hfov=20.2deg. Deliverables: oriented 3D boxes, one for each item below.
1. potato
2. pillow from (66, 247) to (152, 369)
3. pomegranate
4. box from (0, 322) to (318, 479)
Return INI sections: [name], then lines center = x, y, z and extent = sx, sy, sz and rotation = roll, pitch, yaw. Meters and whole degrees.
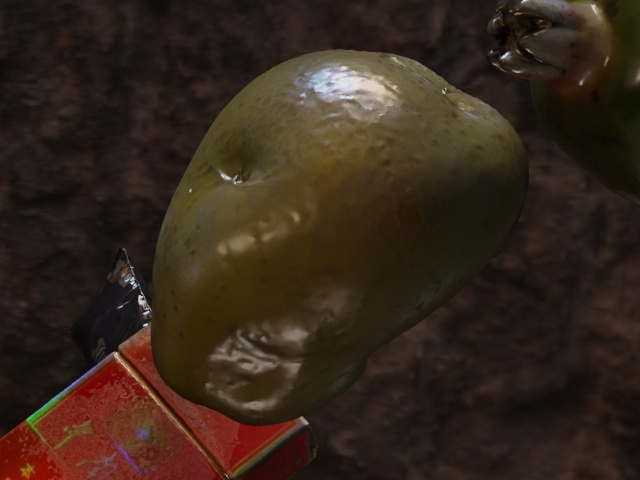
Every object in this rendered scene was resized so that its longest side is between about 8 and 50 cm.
[potato]
center = 0.000, 0.000, 0.850
extent = 0.157, 0.157, 0.194
rotation = 28, -79, -34
[pillow]
center = -0.150, 0.086, 1.423
extent = 0.090, 0.150, 0.048
rotation = -44, -41, 6
[pomegranate]
center = 0.189, -0.106, 1.050
extent = 0.209, 0.180, 0.180
rotation = 4, -91, -35
[box]
center = -0.103, 0.125, 0.966
extent = 0.175, 0.112, 0.048
rotation = -39, -30, -14
